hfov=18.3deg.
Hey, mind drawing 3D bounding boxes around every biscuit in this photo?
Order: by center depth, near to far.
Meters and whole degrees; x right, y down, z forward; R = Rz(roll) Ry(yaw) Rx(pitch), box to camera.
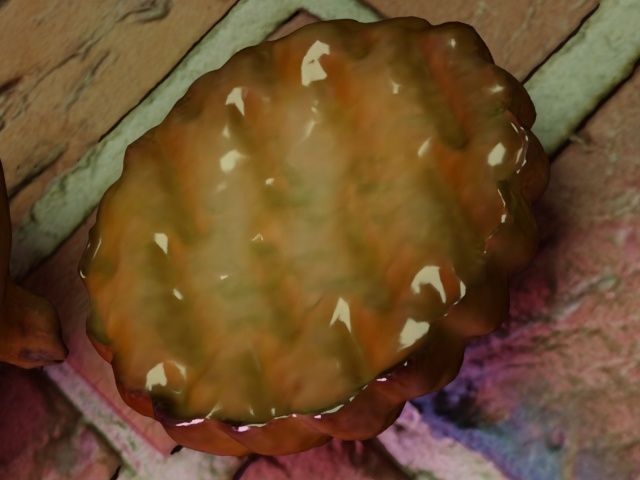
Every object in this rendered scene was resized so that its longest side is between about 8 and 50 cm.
[{"bbox_3d":[0.000,0.000,1.279,0.325,0.107,0.326,-16,50,20],"label":"biscuit"}]

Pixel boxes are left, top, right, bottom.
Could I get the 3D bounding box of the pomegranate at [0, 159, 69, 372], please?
[{"bbox_3d":[-0.333,0.023,1.334,0.342,0.342,0.342,-15,54,21],"label":"pomegranate"}]
